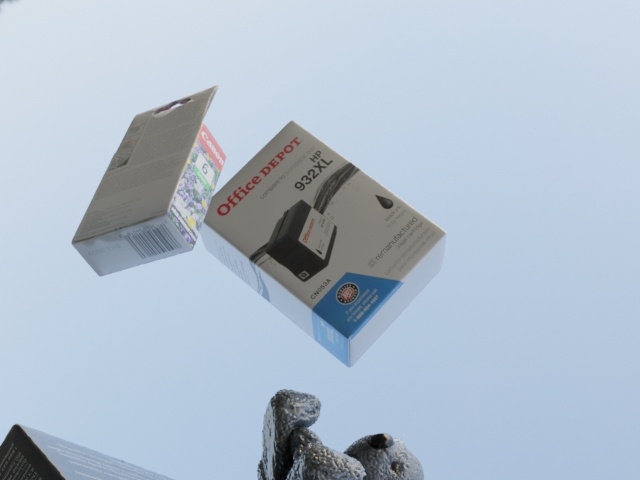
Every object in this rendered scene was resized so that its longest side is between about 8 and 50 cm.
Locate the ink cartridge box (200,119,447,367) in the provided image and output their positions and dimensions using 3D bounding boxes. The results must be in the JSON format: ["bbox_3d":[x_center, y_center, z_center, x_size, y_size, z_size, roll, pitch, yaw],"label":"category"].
[{"bbox_3d":[0.000,0.000,1.429,0.307,0.129,0.223,38,-108,19],"label":"ink cartridge box"}]

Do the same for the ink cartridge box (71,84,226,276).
[{"bbox_3d":[-0.088,-0.035,0.525,0.063,0.029,0.115,-15,-142,24],"label":"ink cartridge box"}]

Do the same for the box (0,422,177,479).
[{"bbox_3d":[-0.218,0.421,1.099,0.395,0.293,0.212,24,-98,49],"label":"box"}]

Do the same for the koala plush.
[{"bbox_3d":[0.042,0.326,1.295,0.196,0.221,0.203,-132,-131,-57],"label":"koala plush"}]
